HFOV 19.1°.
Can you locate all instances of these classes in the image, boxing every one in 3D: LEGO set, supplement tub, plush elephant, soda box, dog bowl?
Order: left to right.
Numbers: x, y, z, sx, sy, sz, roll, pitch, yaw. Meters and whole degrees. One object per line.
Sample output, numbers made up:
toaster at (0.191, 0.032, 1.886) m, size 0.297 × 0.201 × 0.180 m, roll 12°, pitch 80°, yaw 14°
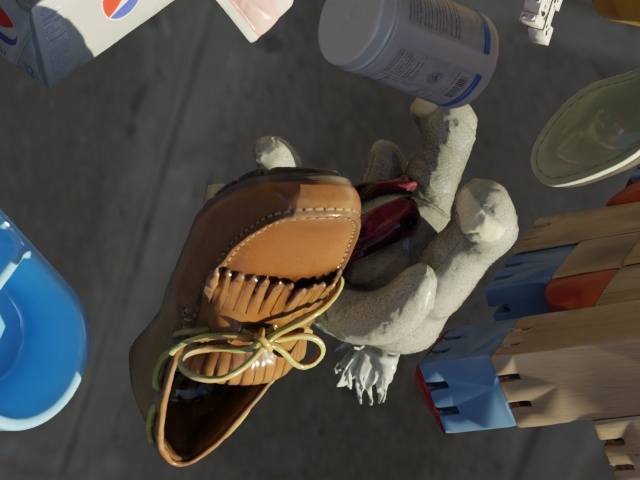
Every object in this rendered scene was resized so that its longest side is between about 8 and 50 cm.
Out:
dog bowl at (-0.302, 0.049, 1.591) m, size 0.166 × 0.074 × 0.297 m, roll -57°, pitch 133°, yaw -23°
soda box at (-0.165, -0.256, 1.624) m, size 0.286 × 0.098 × 0.091 m, roll -39°, pitch 146°, yaw -27°
plush elephant at (0.000, 0.000, 1.834) m, size 0.255 × 0.272 × 0.330 m, roll 16°, pitch 122°, yaw -16°
supplement tub at (0.060, -0.134, 1.269) m, size 0.107 × 0.071 × 0.071 m, roll 18°, pitch 111°, yaw -36°
LEGO set at (0.217, -0.328, 1.950) m, size 0.087 × 0.093 × 0.227 m, roll 16°, pitch 87°, yaw 27°

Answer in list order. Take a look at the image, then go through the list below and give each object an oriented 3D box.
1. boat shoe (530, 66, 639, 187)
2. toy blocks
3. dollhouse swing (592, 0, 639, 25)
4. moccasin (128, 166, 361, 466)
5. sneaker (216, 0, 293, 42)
boat shoe at (0.280, -0.109, 1.575) m, size 0.228 × 0.081 × 0.069 m, roll -35°, pitch 149°, yaw 24°
toy blocks at (0.226, 0.032, 1.156) m, size 0.261 × 0.381 × 0.190 m, roll -10°, pitch 111°, yaw 35°
dollhouse swing at (0.272, -0.183, 0.492) m, size 0.305 × 0.347 × 0.315 m, roll -39°, pitch 123°, yaw -25°
moccasin at (-0.067, 0.069, 1.566) m, size 0.139 × 0.147 × 0.380 m, roll 7°, pitch 145°, yaw -28°
sneaker at (-0.074, -0.249, 1.756) m, size 0.070 × 0.051 × 0.134 m, roll -36°, pitch 130°, yaw 7°
